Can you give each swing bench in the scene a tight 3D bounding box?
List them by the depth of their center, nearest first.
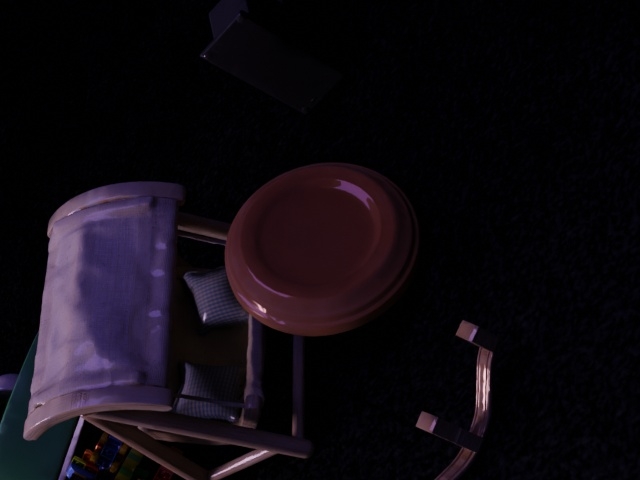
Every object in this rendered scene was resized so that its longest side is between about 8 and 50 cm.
[{"bbox_3d":[-0.150,0.095,1.483,0.165,0.254,0.253,-31,47,39],"label":"swing bench"}]

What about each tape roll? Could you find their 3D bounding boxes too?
[{"bbox_3d":[-0.323,0.248,1.643,0.321,0.077,0.321,-162,90,-84],"label":"tape roll"}]

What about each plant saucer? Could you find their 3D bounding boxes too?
[{"bbox_3d":[0.000,0.000,1.439,0.200,0.037,0.200,-6,57,8],"label":"plant saucer"}]

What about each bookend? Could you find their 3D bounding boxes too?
[{"bbox_3d":[-0.065,-0.248,1.674,0.072,0.157,0.156,-43,40,27],"label":"bookend"}]

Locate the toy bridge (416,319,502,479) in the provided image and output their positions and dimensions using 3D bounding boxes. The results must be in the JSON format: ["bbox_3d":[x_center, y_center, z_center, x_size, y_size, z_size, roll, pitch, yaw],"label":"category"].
[{"bbox_3d":[0.113,0.167,1.259,0.026,0.063,0.188,15,80,55],"label":"toy bridge"}]

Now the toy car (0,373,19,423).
[{"bbox_3d":[-0.451,0.254,1.885,0.182,0.136,0.159,-30,47,40],"label":"toy car"}]

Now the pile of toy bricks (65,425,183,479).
[{"bbox_3d":[-0.217,0.261,1.625,0.212,0.118,0.105,-59,3,36],"label":"pile of toy bricks"}]
